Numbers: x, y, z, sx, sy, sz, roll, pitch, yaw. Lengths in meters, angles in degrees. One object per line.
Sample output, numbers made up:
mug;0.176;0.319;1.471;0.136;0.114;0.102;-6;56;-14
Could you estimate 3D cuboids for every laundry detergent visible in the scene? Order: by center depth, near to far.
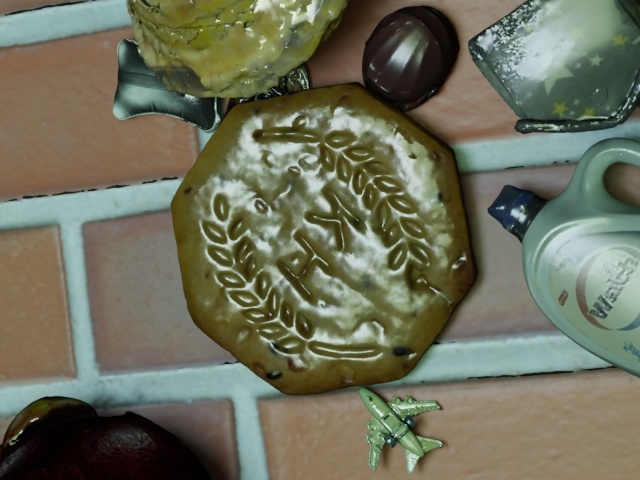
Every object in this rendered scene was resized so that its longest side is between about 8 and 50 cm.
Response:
laundry detergent;0.310;0.009;1.821;0.280;0.105;0.215;34;102;16

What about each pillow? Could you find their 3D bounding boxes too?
pillow;-0.174;-0.177;2.002;0.136;0.055;0.091;9;127;21

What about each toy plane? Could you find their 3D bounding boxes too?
toy plane;0.081;0.203;1.937;0.102;0.040;0.111;-43;80;-4

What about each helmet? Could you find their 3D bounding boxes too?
helmet;0.090;-0.199;1.903;0.098;0.070;0.123;38;102;13

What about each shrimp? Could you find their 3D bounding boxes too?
shrimp;-0.067;-0.148;1.976;0.091;0.034;0.161;23;98;15

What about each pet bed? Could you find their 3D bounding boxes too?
pet bed;0.269;-0.188;1.772;0.183;0.211;0.159;-34;91;16

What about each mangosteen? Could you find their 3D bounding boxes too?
mangosteen;-0.267;0.320;1.944;0.307;0.307;0.347;-54;47;13

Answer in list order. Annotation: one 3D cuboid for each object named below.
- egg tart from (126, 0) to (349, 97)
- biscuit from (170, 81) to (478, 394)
egg tart;-0.108;-0.317;1.873;0.352;0.150;0.351;-12;71;39
biscuit;0.000;0.000;1.937;0.359;0.046;0.359;2;98;13
